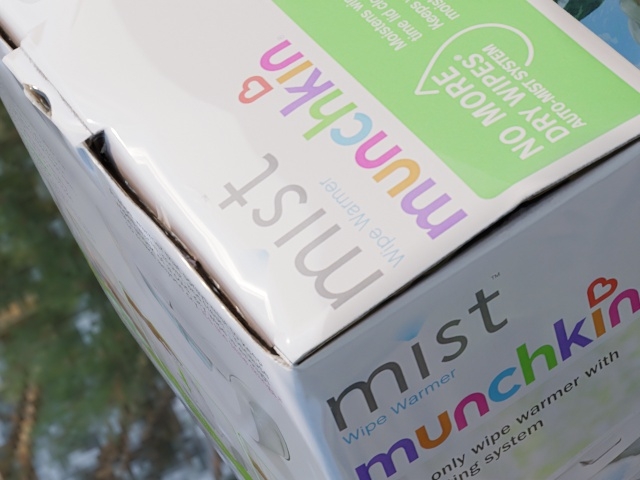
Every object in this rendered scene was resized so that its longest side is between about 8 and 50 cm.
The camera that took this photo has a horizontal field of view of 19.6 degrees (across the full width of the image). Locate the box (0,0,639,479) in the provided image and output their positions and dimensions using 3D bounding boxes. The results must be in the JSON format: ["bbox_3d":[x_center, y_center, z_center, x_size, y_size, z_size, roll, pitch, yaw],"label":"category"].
[{"bbox_3d":[0.000,0.000,0.593,0.262,0.127,0.231,48,165,42],"label":"box"}]

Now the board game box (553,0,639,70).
[{"bbox_3d":[0.207,-0.067,0.935,0.066,0.319,0.318,-56,-15,-47],"label":"board game box"}]
